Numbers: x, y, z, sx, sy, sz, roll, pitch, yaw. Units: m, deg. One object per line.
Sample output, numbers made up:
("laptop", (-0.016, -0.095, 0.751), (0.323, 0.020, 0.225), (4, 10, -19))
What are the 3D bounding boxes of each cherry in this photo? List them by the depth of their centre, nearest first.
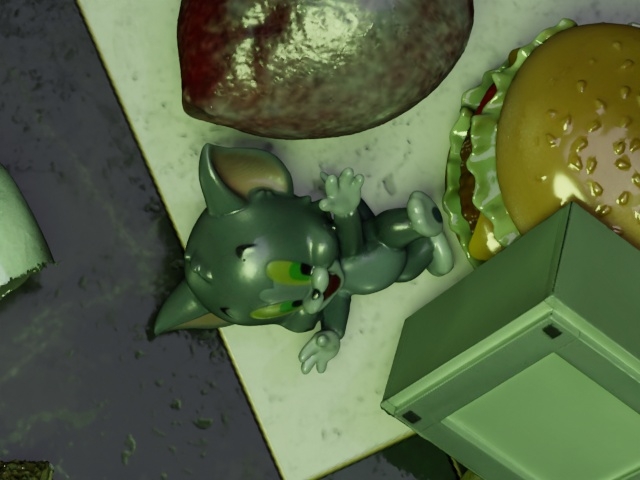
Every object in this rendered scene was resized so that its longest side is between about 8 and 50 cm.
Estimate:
("cherry", (0.000, -0.200, 1.488), (0.300, 0.203, 0.230), (-36, 97, -9))

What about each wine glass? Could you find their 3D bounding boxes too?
("wine glass", (-0.327, -0.050, 1.420), (0.126, 0.126, 0.241), (-33, 88, -17))

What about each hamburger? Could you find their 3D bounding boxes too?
("hamburger", (0.251, -0.061, 1.521), (0.274, 0.212, 0.274), (3, 79, -14))

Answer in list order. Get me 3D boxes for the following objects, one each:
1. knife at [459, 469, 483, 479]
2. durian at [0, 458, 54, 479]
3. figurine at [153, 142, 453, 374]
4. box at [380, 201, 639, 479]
("knife", (0.065, 0.324, 1.492), (0.061, 0.027, 0.343), (41, 78, -3))
("durian", (-0.232, 0.276, 1.384), (0.196, 0.167, 0.196), (0, 88, 10))
("figurine", (0.001, -0.003, 1.487), (0.265, 0.193, 0.140), (-21, 47, -37))
("box", (0.209, 0.120, 1.442), (0.225, 0.225, 0.117), (35, 45, -16))
